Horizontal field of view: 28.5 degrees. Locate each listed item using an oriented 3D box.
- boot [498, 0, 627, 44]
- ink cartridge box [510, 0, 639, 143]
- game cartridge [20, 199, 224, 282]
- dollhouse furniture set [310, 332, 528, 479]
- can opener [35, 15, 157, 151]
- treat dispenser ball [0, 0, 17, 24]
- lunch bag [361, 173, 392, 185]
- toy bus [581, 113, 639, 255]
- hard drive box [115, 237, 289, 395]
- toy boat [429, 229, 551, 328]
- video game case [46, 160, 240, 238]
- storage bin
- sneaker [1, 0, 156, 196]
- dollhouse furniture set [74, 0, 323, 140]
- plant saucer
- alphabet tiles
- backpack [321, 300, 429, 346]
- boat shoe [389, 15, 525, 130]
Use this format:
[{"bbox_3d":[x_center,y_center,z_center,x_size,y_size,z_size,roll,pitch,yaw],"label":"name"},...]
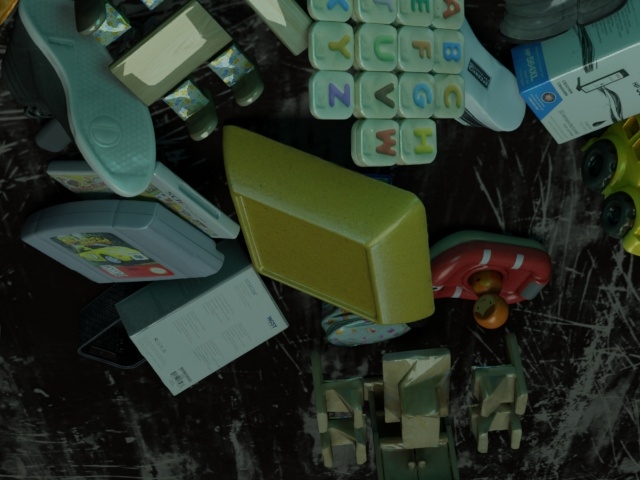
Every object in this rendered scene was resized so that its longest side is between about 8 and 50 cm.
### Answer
[{"bbox_3d":[0.230,-0.318,1.530,0.338,0.118,0.222,-11,147,-3],"label":"boot"},{"bbox_3d":[0.387,-0.234,1.728,0.203,0.085,0.148,-21,143,25],"label":"ink cartridge box"},{"bbox_3d":[-0.319,0.002,1.958,0.294,0.060,0.196,-5,148,37],"label":"game cartridge"},{"bbox_3d":[0.173,0.289,2.354,0.362,0.256,0.394,-6,142,0],"label":"dollhouse furniture set"},{"bbox_3d":[-0.288,-0.205,1.707,0.093,0.074,0.280,26,137,-38],"label":"can opener"},{"bbox_3d":[-0.446,-0.325,1.315,0.288,0.288,0.288,-3,146,-2],"label":"treat dispenser ball"},{"bbox_3d":[0.038,-0.040,1.983,0.151,0.096,0.129,4,149,8],"label":"lunch bag"},{"bbox_3d":[0.506,-0.108,1.824,0.150,0.220,0.211,10,138,-25],"label":"toy bus"},{"bbox_3d":[-0.195,0.127,2.108,0.232,0.089,0.181,-30,135,-3],"label":"hard drive box"},{"bbox_3d":[0.280,0.079,2.129,0.231,0.151,0.151,8,144,-17],"label":"toy boat"},{"bbox_3d":[-0.266,-0.061,1.893,0.227,0.026,0.206,3,155,37],"label":"video game case"},{"bbox_3d":[-0.334,0.143,2.220,0.122,0.084,0.180,24,137,-35],"label":"storage bin"},{"bbox_3d":[-0.312,-0.170,1.618,0.105,0.295,0.147,-25,172,-33],"label":"sneaker"},{"bbox_3d":[-0.137,-0.246,1.511,0.242,0.161,0.212,-36,126,13],"label":"dollhouse furniture set"},{"bbox_3d":[0.000,0.000,1.895,0.333,0.081,0.333,23,153,21],"label":"plant saucer"},{"bbox_3d":[0.089,-0.232,1.525,0.021,0.284,0.278,2,-175,45],"label":"alphabet tiles"},{"bbox_3d":[0.088,0.118,2.202,0.182,0.115,0.152,-12,149,17],"label":"backpack"},{"bbox_3d":[0.158,-0.243,1.683,0.102,0.108,0.301,3,157,44],"label":"boat shoe"}]
